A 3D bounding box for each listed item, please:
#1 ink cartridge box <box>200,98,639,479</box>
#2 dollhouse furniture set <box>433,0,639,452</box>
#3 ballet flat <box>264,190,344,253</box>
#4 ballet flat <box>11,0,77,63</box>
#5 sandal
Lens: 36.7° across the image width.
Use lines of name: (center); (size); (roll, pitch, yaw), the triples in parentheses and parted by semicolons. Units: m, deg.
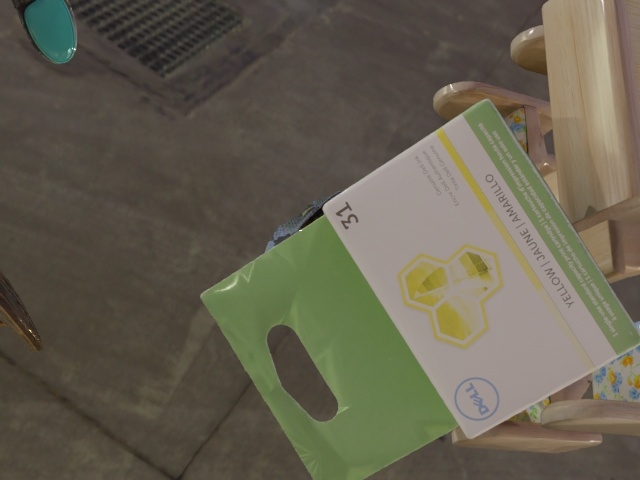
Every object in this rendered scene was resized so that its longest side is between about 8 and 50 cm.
ink cartridge box: (0.051, 0.047, 0.604); (0.171, 0.235, 0.056); (58, 12, 3)
dollhouse furniture set: (0.208, -0.028, 0.822); (0.256, 0.394, 0.362); (10, 69, -26)
ballet flat: (0.000, 0.000, 0.882); (0.070, 0.070, 0.188); (33, 30, -1)
ballet flat: (-0.217, -0.189, 0.727); (0.041, 0.114, 0.041); (-12, 39, 10)
sandal: (-0.300, 0.041, 0.814); (0.072, 0.049, 0.180); (52, -2, 43)
